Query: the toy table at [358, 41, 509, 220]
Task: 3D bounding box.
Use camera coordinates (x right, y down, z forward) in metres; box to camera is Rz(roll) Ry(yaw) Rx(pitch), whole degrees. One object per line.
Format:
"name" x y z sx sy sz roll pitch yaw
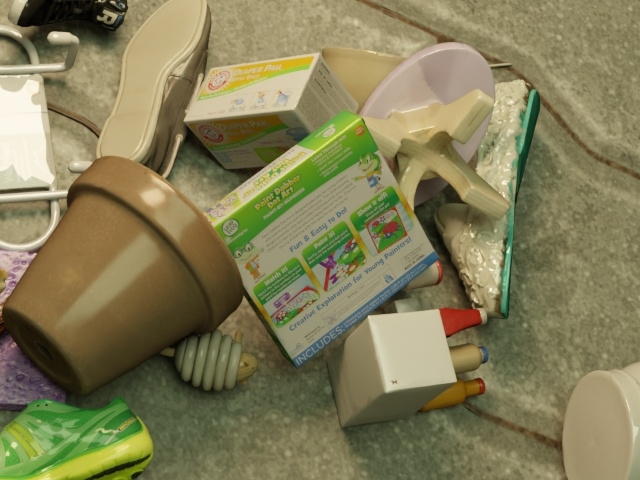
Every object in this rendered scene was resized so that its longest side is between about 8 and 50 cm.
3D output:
"toy table" 0.145 -0.130 1.800 0.252 0.274 0.161 18 25 -14

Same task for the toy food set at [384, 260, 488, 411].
"toy food set" 0.168 0.113 1.814 0.104 0.111 0.232 -8 72 -24

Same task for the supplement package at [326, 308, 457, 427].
"supplement package" 0.091 0.173 1.722 0.105 0.179 0.105 -4 70 -20

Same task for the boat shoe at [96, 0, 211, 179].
"boat shoe" -0.229 -0.206 1.842 0.112 0.095 0.335 3 56 22

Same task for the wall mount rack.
"wall mount rack" -0.460 -0.161 1.708 0.304 0.130 0.350 -5 68 -21

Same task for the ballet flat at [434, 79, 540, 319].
"ballet flat" 0.240 -0.062 1.925 0.147 0.147 0.409 19 60 -10

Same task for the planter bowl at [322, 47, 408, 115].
"planter bowl" 0.074 -0.217 1.914 0.162 0.162 0.109 9 92 -15

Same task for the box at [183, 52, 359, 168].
"box" -0.070 -0.177 1.794 0.114 0.203 0.103 49 52 -39

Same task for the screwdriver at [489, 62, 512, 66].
"screwdriver" 0.237 -0.277 2.057 0.170 0.025 0.024 -10 71 -22

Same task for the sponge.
"sponge" -0.387 0.115 1.668 0.117 0.031 0.210 5 65 -18

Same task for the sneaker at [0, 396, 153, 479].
"sneaker" -0.358 0.266 1.586 0.295 0.109 0.123 -10 52 -23

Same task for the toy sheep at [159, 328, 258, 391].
"toy sheep" -0.147 0.156 1.705 0.132 0.091 0.091 8 64 0

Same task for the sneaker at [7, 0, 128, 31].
"sneaker" -0.338 -0.333 1.813 0.121 0.079 0.217 32 33 -1

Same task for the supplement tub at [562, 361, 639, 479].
"supplement tub" 0.521 0.285 1.793 0.316 0.228 0.228 5 66 -17

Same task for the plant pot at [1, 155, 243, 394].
"plant pot" -0.266 0.061 1.606 0.263 0.263 0.229 44 63 3

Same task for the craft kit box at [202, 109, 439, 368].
"craft kit box" 0.000 0.000 1.685 0.250 0.061 0.247 -36 122 -11

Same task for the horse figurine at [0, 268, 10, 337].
"horse figurine" -0.491 0.084 1.567 0.263 0.066 0.174 24 91 -30
